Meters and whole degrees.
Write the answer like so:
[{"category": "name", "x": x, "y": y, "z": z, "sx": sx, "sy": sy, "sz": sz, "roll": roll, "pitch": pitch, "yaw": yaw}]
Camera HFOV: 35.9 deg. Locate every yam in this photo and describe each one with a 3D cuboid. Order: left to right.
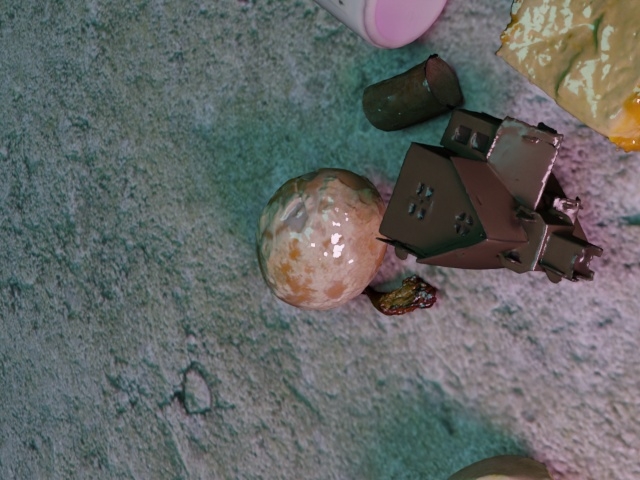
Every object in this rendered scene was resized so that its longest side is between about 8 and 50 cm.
[{"category": "yam", "x": 0.130, "y": -0.205, "z": 1.402, "sx": 0.127, "sy": 0.084, "sz": 0.084, "roll": -19, "pitch": 76, "yaw": 45}]

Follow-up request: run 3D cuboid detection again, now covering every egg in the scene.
[{"category": "egg", "x": 0.000, "y": 0.000, "z": 1.437, "sx": 0.195, "sy": 0.194, "sz": 0.233, "roll": 62, "pitch": 140, "yaw": 26}]

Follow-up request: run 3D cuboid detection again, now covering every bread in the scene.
[{"category": "bread", "x": 0.374, "y": -0.248, "z": 1.042, "sx": 0.207, "sy": 0.279, "sz": 0.279, "roll": 48, "pitch": 118, "yaw": 31}]

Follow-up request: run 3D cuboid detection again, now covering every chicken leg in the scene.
[{"category": "chicken leg", "x": 0.108, "y": 0.082, "z": 1.437, "sx": 0.145, "sy": 0.037, "sz": 0.062, "roll": -11, "pitch": 59, "yaw": 42}]

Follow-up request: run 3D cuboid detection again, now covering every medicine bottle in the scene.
[{"category": "medicine bottle", "x": 0.042, "y": -0.414, "z": 1.429, "sx": 0.293, "sy": 0.170, "sz": 0.170, "roll": 45, "pitch": 118, "yaw": 36}]

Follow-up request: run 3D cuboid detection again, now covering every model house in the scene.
[{"category": "model house", "x": 0.239, "y": -0.040, "z": 1.196, "sx": 0.243, "sy": 0.211, "sz": 0.205, "roll": 32, "pitch": 112, "yaw": 44}]

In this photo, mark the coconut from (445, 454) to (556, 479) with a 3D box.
[{"category": "coconut", "x": 0.219, "y": 0.376, "z": 1.206, "sx": 0.197, "sy": 0.237, "sz": 0.237, "roll": -12, "pitch": 78, "yaw": 10}]
